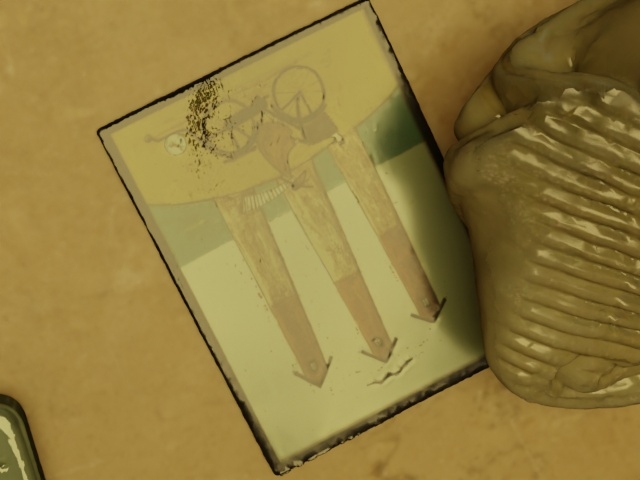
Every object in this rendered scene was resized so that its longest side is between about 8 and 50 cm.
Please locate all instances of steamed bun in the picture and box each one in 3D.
[{"bbox_3d":[0.256,-0.050,1.027,0.310,0.219,0.324,-12,124,7],"label":"steamed bun"}]

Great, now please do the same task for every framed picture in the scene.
[{"bbox_3d":[0.000,0.000,1.090,0.244,0.013,0.323,-27,99,-4],"label":"framed picture"}]

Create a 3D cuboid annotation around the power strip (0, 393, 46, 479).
[{"bbox_3d":[-0.296,0.269,1.052,0.194,0.059,0.264,-17,100,-7],"label":"power strip"}]
